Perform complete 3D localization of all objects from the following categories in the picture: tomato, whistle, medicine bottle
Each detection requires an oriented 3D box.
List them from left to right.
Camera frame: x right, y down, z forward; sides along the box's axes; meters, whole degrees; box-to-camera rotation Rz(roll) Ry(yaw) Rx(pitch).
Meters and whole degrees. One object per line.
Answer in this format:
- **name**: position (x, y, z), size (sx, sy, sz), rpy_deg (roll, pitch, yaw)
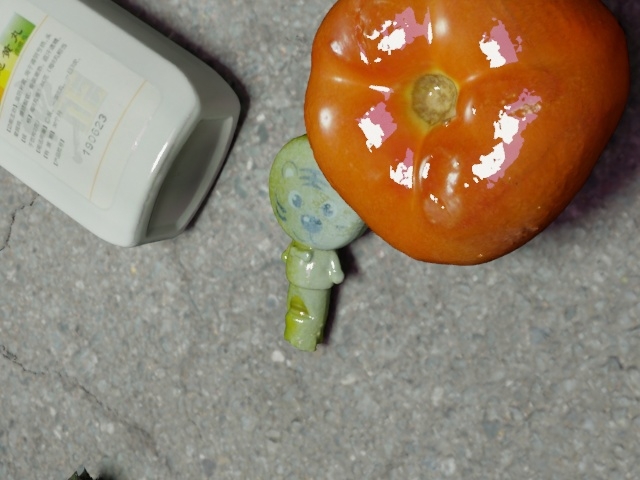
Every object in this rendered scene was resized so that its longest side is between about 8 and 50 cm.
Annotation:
- **medicine bottle**: position (-0.241, -0.143, 1.375), size (0.324, 0.124, 0.179), rpy_deg (34, 112, 18)
- **whistle**: position (0.000, 0.000, 1.311), size (0.104, 0.057, 0.198), rpy_deg (20, 114, 35)
- **tomato**: position (0.114, -0.113, 1.155), size (0.260, 0.180, 0.260), rpy_deg (3, 97, 27)

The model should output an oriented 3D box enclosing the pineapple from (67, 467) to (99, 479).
- **pineapple**: position (-0.198, 0.361, 1.431), size (0.119, 0.130, 0.277), rpy_deg (-35, 79, 16)
